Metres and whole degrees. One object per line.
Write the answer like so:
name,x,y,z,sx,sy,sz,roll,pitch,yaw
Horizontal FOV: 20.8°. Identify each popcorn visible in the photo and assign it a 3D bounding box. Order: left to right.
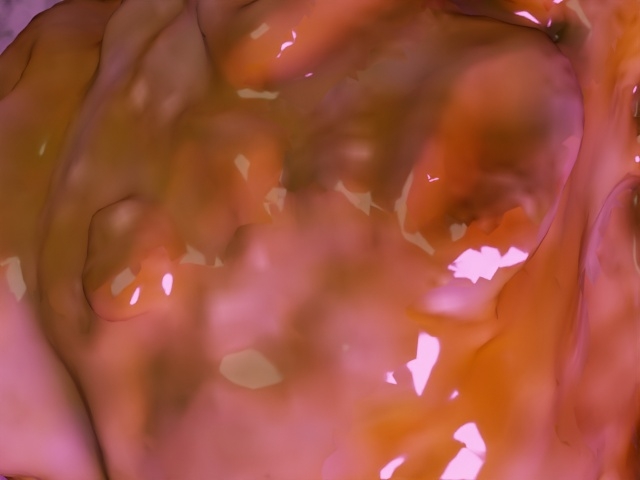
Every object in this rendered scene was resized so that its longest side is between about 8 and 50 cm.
popcorn,0.018,-0.004,0.611,0.312,0.312,0.312,-2,85,26

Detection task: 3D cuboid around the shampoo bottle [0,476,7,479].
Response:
shampoo bottle,-0.274,0.065,0.697,0.322,0.317,0.322,-17,52,24
